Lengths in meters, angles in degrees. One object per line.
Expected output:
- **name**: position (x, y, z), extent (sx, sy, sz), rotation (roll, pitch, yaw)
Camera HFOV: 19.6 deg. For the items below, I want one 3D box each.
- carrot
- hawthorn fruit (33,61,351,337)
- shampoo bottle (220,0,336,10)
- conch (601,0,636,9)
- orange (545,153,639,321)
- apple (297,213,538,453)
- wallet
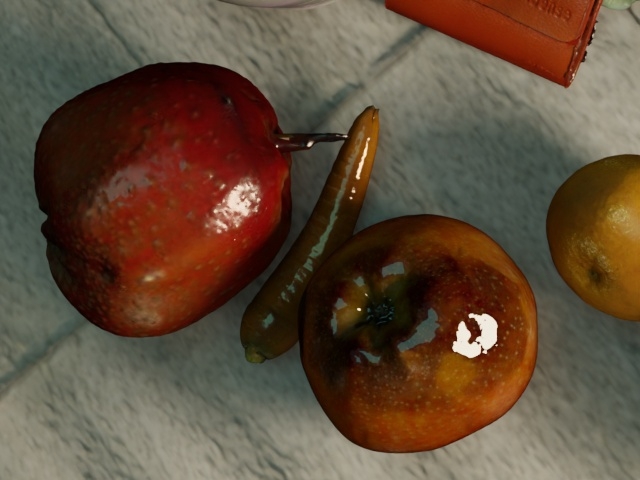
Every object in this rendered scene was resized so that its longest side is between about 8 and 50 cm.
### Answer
- **carrot**: position (0.000, 0.000, 1.782), extent (0.066, 0.062, 0.271), rotation (31, 86, -10)
- **hawthorn fruit**: position (-0.114, -0.047, 1.736), extent (0.300, 0.254, 0.254), rotation (-12, 80, 4)
- **shampoo bottle**: position (-0.055, -0.353, 1.732), extent (0.273, 0.266, 0.273), rotation (-3, 81, 22)
- **conch**: position (0.244, -0.285, 1.740), extent (0.088, 0.065, 0.180), rotation (-35, 92, 8)
- **orange**: position (0.280, -0.006, 1.662), extent (0.155, 0.154, 0.134), rotation (36, 52, 17)
- **apple**: position (0.085, 0.080, 1.670), extent (0.230, 0.230, 0.230), rotation (-2, 83, 16)
- **wallet**: position (0.165, -0.244, 1.747), extent (0.204, 0.045, 0.142), rotation (27, 122, 18)
